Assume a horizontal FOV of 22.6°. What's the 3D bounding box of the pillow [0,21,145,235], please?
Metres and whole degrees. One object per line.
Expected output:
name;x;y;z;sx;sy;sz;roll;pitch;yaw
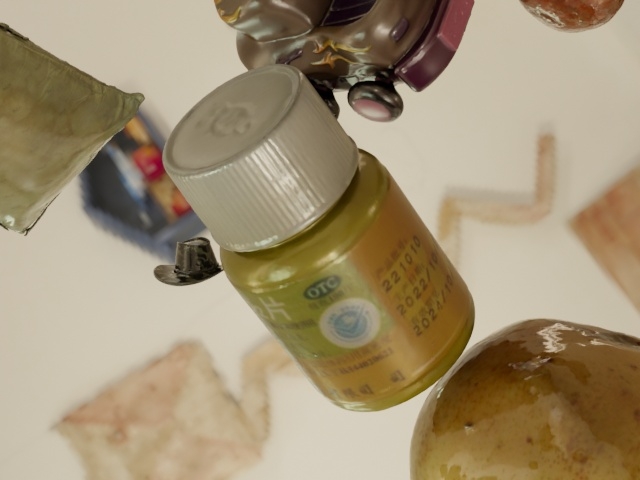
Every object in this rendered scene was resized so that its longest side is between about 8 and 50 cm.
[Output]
pillow;-0.302;-0.111;1.398;0.302;0.185;0.075;28;-159;-54

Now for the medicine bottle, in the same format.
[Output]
medicine bottle;0.000;0.000;1.839;0.384;0.224;0.224;55;177;-30

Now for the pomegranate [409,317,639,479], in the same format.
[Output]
pomegranate;0.303;0.293;1.950;0.416;0.417;0.416;55;176;6

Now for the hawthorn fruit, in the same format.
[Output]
hawthorn fruit;0.302;-0.323;1.997;0.149;0.189;0.149;41;141;43

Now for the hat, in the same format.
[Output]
hat;-0.162;0.023;2.043;0.121;0.121;0.050;-144;47;-78

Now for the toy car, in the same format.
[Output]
toy car;0.020;-0.323;2.181;0.341;0.271;0.240;-4;147;42
